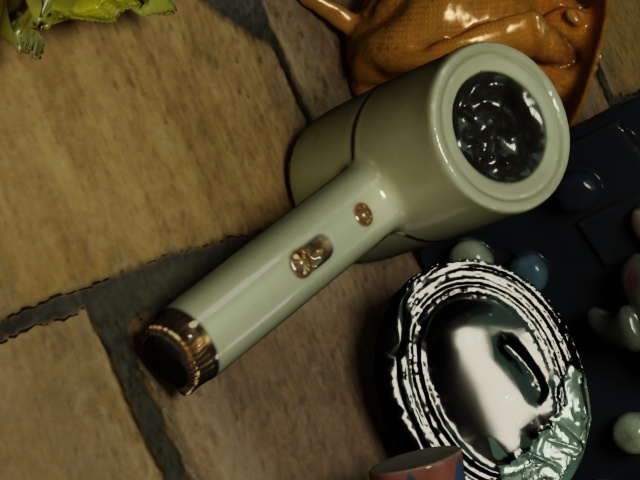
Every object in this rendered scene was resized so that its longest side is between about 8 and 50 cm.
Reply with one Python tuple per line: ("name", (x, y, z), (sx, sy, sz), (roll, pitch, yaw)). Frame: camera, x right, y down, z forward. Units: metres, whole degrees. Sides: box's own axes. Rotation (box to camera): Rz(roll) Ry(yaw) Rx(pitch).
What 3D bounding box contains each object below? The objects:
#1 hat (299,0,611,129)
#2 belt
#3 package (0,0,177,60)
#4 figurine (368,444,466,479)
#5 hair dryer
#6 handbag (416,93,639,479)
("hat", (0.092, -0.182, 1.621), (0.233, 0.233, 0.244), (14, 41, -10))
("belt", (0.123, 0.112, 1.450), (0.151, 0.078, 0.198), (-19, 84, -8))
("package", (-0.201, -0.235, 1.354), (0.168, 0.090, 0.226), (-22, 82, -48))
("figurine", (0.113, 0.271, 1.332), (0.275, 0.158, 0.161), (52, 31, -11))
("hair dryer", (0.000, 0.000, 1.381), (0.362, 0.203, 0.128), (-39, 101, -34))
("handbag", (0.245, 0.070, 1.509), (0.118, 0.269, 0.326), (-33, 93, -49))
